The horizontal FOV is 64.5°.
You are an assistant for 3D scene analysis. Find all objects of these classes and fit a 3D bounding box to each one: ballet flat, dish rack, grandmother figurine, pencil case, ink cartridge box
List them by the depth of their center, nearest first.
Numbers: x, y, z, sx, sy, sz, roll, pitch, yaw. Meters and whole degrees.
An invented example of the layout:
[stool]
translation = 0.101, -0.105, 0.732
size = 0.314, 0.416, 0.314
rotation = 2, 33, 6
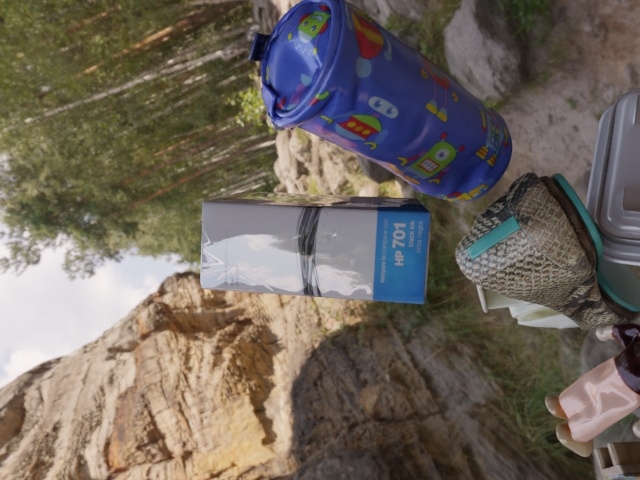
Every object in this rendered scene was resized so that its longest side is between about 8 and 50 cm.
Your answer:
[ink cartridge box]
translation = 0.000, 0.000, 0.479
size = 0.139, 0.190, 0.082
rotation = -59, -27, -79
[pencil case]
translation = 0.075, -0.131, 0.535
size = 0.306, 0.133, 0.119
rotation = 16, -141, -39
[dish rack]
translation = 0.535, -0.096, 0.654
size = 0.072, 0.332, 0.286
rotation = 47, -123, -53
[ballet flat]
translation = 0.314, 0.048, 0.704
size = 0.482, 0.182, 0.164
rotation = 21, -138, -50
[grandmother figurine]
translation = 0.536, 0.228, 0.870
size = 0.208, 0.104, 0.342
rotation = -101, 30, -41

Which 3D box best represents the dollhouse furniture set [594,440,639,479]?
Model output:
[dollhouse furniture set]
translation = 0.483, 0.295, 0.565
size = 0.212, 0.241, 0.161
rotation = 89, 179, -59
